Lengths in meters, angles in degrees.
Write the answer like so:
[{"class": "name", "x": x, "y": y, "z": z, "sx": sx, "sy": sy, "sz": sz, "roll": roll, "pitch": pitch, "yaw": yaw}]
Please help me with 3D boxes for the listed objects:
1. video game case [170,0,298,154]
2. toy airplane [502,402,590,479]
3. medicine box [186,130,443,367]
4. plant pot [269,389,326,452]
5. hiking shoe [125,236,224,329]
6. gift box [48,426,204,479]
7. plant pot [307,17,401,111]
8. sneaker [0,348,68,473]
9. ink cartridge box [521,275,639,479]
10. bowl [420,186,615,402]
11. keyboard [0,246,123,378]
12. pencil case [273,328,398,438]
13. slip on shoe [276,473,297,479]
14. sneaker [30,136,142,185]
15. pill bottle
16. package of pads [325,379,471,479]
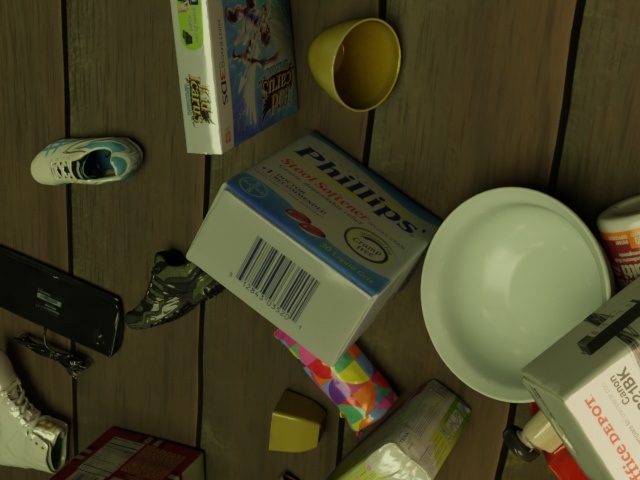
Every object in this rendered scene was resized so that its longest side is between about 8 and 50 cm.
[{"class": "video game case", "x": -0.115, "y": -0.274, "z": 1.415, "sx": 0.061, "sy": 0.269, "sz": 0.244, "roll": 5, "pitch": 112, "yaw": 21}, {"class": "toy airplane", "x": 0.460, "y": 0.378, "z": 1.397, "sx": 0.386, "sy": 0.272, "sz": 0.384, "roll": -2, "pitch": 77, "yaw": 40}, {"class": "medicine box", "x": 0.000, "y": 0.000, "z": 1.456, "sx": 0.263, "sy": 0.289, "sz": 0.149, "roll": 36, "pitch": 123, "yaw": 9}, {"class": "plant pot", "x": -0.037, "y": 0.321, "z": 1.726, "sx": 0.083, "sy": 0.081, "sz": 0.081, "roll": 12, "pitch": 114, "yaw": 10}, {"class": "hiking shoe", "x": -0.265, "y": 0.077, "z": 1.748, "sx": 0.227, "sy": 0.086, "sz": 0.114, "roll": -29, "pitch": 82, "yaw": 26}, {"class": "gift box", "x": -0.379, "y": 0.543, "z": 1.868, "sx": 0.255, "sy": 0.276, "sz": 0.258, "roll": 11, "pitch": 115, "yaw": 27}, {"class": "plant pot", "x": 0.036, "y": -0.263, "z": 1.442, "sx": 0.095, "sy": 0.134, "sz": 0.134, "roll": 25, "pitch": 121, "yaw": 44}, {"class": "sneaker", "x": -0.589, "y": 0.341, "z": 1.989, "sx": 0.169, "sy": 0.108, "sz": 0.292, "roll": 7, "pitch": 122, "yaw": 22}, {"class": "ink cartridge box", "x": 0.419, "y": 0.169, "z": 1.232, "sx": 0.273, "sy": 0.114, "sz": 0.197, "roll": -37, "pitch": 108, "yaw": -5}, {"class": "bowl", "x": 0.300, "y": 0.074, "z": 1.407, "sx": 0.298, "sy": 0.134, "sz": 0.297, "roll": 0, "pitch": 90, "yaw": 41}, {"class": "keyboard", "x": -0.524, "y": 0.146, "z": 1.918, "sx": 0.317, "sy": 0.033, "sz": 0.201, "roll": 22, "pitch": 111, "yaw": 18}, {"class": "pencil case", "x": 0.024, "y": 0.211, "z": 1.642, "sx": 0.104, "sy": 0.104, "sz": 0.236, "roll": -38, "pitch": 89, "yaw": 32}, {"class": "slip on shoe", "x": -0.024, "y": 0.473, "z": 1.796, "sx": 0.135, "sy": 0.051, "sz": 0.041, "roll": 34, "pitch": 123, "yaw": 19}, {"class": "sneaker", "x": -0.422, "y": -0.134, "z": 1.727, "sx": 0.237, "sy": 0.086, "sz": 0.085, "roll": -5, "pitch": 109, "yaw": 29}, {"class": "pill bottle", "x": 0.468, "y": 0.051, "z": 1.350, "sx": 0.121, "sy": 0.121, "sz": 0.221, "roll": -17, "pitch": 101, "yaw": 30}, {"class": "package of pads", "x": 0.092, "y": 0.378, "z": 1.596, "sx": 0.101, "sy": 0.229, "sz": 0.296, "roll": 43, "pitch": 121, "yaw": 5}]
